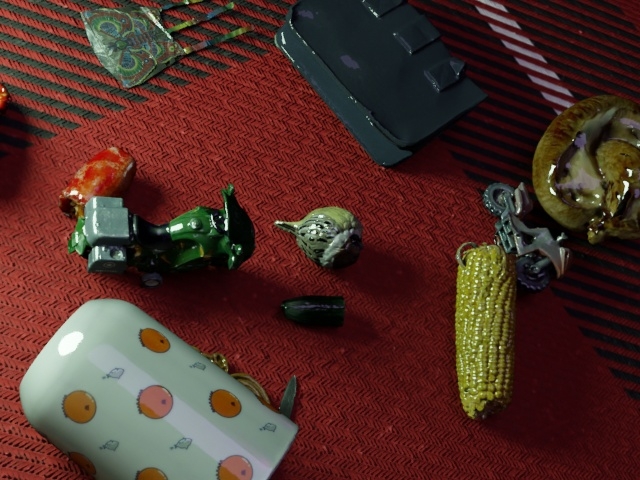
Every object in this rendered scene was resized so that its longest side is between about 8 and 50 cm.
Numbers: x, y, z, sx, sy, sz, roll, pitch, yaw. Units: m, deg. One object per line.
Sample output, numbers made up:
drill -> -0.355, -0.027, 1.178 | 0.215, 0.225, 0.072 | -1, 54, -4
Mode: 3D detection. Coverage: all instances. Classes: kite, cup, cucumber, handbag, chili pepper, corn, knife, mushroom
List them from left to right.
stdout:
chili pepper -> -0.322, -0.083, 1.700 | 0.070, 0.073, 0.123 | 56, 49, -28
cup -> -0.214, 0.228, 1.491 | 0.317, 0.212, 0.212 | 38, 55, -1
kite -> -0.245, -0.344, 1.912 | 0.285, 0.015, 0.152 | -24, 78, -30
knife -> -0.057, 0.266, 1.665 | 0.023, 0.010, 0.170 | 23, 55, -11
cucumber -> -0.011, 0.106, 1.751 | 0.105, 0.048, 0.048 | 2, 63, -21
handbag -> 0.111, -0.306, 1.990 | 0.269, 0.118, 0.325 | -34, 82, -27
corn -> 0.260, 0.138, 1.824 | 0.106, 0.106, 0.293 | 13, 59, -18
mushroom -> 0.493, -0.107, 2.005 | 0.263, 0.195, 0.283 | 16, 41, -7

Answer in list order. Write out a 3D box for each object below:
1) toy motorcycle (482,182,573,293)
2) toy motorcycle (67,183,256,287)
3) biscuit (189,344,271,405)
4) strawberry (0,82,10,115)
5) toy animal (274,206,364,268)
toy motorcycle -> 0.352, -0.007, 1.958 | 0.118, 0.084, 0.212 | -7, 61, -18
toy motorcycle -> -0.209, -0.006, 1.637 | 0.275, 0.187, 0.124 | 2, 63, -22
biscuit -> -0.145, 0.223, 1.639 | 0.175, 0.026, 0.124 | 42, 54, 2
strawberry -> -0.545, -0.166, 1.633 | 0.190, 0.111, 0.236 | 40, 31, 13
toy animal -> 0.000, 0.000, 1.790 | 0.137, 0.098, 0.098 | -3, 64, -8
